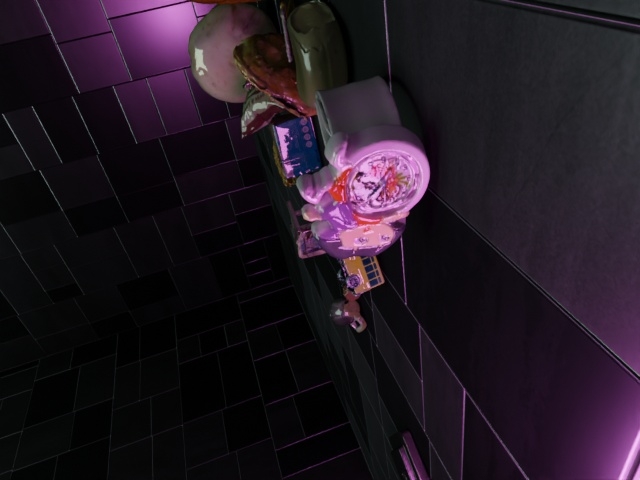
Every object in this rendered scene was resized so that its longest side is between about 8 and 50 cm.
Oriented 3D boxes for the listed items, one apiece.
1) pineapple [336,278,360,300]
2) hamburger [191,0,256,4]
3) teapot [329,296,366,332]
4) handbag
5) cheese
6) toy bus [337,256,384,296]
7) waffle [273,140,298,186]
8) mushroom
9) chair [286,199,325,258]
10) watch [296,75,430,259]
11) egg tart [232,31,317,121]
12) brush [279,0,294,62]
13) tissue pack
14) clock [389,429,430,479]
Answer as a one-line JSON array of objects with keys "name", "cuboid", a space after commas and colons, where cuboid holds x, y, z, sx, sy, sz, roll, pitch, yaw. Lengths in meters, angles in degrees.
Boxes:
[{"name": "pineapple", "cuboid": [0.087, 0.133, 1.433, 0.124, 0.058, 0.058, -110, 7, -61]}, {"name": "hamburger", "cuboid": [-0.179, -0.565, 0.922, 0.318, 0.318, 0.158, -134, 32, -71]}, {"name": "teapot", "cuboid": [0.099, 0.229, 1.500, 0.092, 0.124, 0.091, -68, 13, -22]}, {"name": "handbag", "cuboid": [-0.150, -0.418, 1.296, 0.213, 0.127, 0.235, -25, 57, 52]}, {"name": "cheese", "cuboid": [-0.006, -0.350, 0.932, 0.203, 0.090, 0.176, 86, 166, -55]}, {"name": "toy bus", "cuboid": [0.079, 0.031, 1.107, 0.088, 0.101, 0.175, -141, 30, -74]}, {"name": "waffle", "cuboid": [-0.137, -0.310, 1.864, 0.197, 0.070, 0.193, -129, 23, -67]}, {"name": "mushroom", "cuboid": [-0.258, -0.622, 1.516, 0.336, 0.313, 0.315, -79, -15, -46]}, {"name": "chair", "cuboid": [0.000, 0.000, 1.393, 0.136, 0.147, 0.271, 87, 165, -56]}, {"name": "watch", "cuboid": [0.050, -0.120, 0.754, 0.232, 0.195, 0.244, -107, 3, -46]}, {"name": "egg tart", "cuboid": [-0.079, -0.386, 1.066, 0.098, 0.231, 0.252, -46, 69, 35]}, {"name": "brush", "cuboid": [-0.069, -0.487, 1.038, 0.272, 0.013, 0.103, -89, -8, -51]}, {"name": "tissue pack", "cuboid": [-0.072, -0.281, 1.364, 0.082, 0.119, 0.169, -119, 13, -61]}, {"name": "clock", "cuboid": [0.275, 0.711, 1.385, 0.273, 0.049, 0.279, 88, 162, -62]}]
